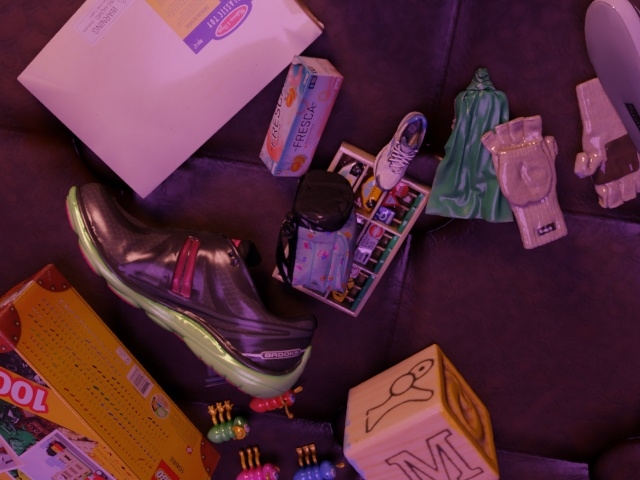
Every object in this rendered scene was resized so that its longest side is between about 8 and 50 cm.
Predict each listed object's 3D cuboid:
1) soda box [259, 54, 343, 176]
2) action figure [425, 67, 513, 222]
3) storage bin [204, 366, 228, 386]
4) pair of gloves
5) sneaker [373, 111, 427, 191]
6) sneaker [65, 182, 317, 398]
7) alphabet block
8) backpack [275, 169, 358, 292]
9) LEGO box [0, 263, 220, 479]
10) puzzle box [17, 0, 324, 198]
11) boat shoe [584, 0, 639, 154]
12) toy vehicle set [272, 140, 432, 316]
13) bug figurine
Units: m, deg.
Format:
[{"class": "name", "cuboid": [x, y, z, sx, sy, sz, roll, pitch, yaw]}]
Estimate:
[{"class": "soda box", "cuboid": [-0.032, -0.186, 1.156, 0.063, 0.058, 0.183, -2, 130, -34]}, {"class": "action figure", "cuboid": [0.241, -0.149, 1.169, 0.137, 0.063, 0.232, 4, 109, 5]}, {"class": "storage bin", "cuboid": [-0.143, 0.202, 1.364, 0.135, 0.098, 0.091, -12, 86, 12]}, {"class": "pair of gloves", "cuboid": [0.378, -0.121, 1.151, 0.240, 0.042, 0.204, -28, 106, -5]}, {"class": "sneaker", "cuboid": [0.124, -0.139, 1.164, 0.052, 0.058, 0.135, 25, 93, -7]}, {"class": "sneaker", "cuboid": [-0.210, 0.056, 1.261, 0.483, 0.185, 0.202, 38, 84, -2]}, {"class": "alphabet block", "cuboid": [0.176, 0.338, 1.337, 0.197, 0.192, 0.193, -32, 110, 20]}, {"class": "backpack", "cuboid": [0.000, 0.000, 1.180, 0.115, 0.152, 0.181, 14, 128, 9]}, {"class": "LEGO box", "cuboid": [-0.492, 0.343, 1.374, 0.373, 0.193, 0.500, -28, 110, 26]}, {"class": "puzzle box", "cuboid": [-0.230, -0.286, 1.156, 0.409, 0.052, 0.272, -38, 106, 20]}, {"class": "boat shoe", "cuboid": [0.481, -0.228, 1.072, 0.105, 0.113, 0.306, -38, 109, -5]}, {"class": "toy vehicle set", "cuboid": [0.049, -0.014, 1.265, 0.166, 0.035, 0.266, 26, 115, -6]}, {"class": "bug figurine", "cuboid": [-0.093, 0.390, 1.451, 0.216, 0.072, 0.279, -21, 112, 15]}]
